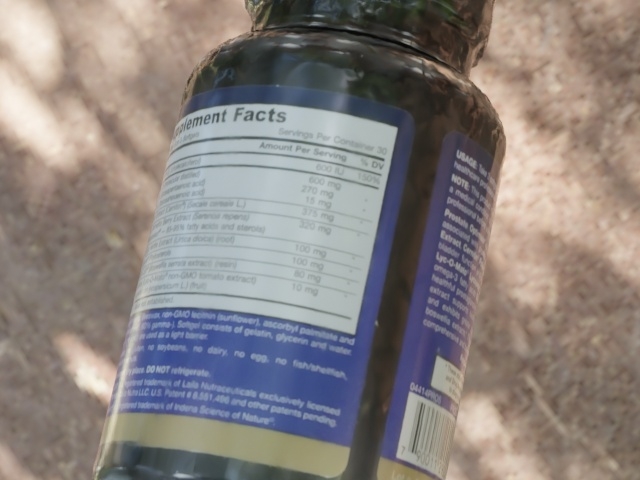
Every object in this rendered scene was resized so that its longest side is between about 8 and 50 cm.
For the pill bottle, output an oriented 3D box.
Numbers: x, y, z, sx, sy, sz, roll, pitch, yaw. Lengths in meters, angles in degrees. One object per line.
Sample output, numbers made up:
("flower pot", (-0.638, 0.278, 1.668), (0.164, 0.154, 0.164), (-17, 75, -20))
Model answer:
("pill bottle", (0.000, 0.000, 0.630), (0.123, 0.219, 0.123), (11, 164, 3))
